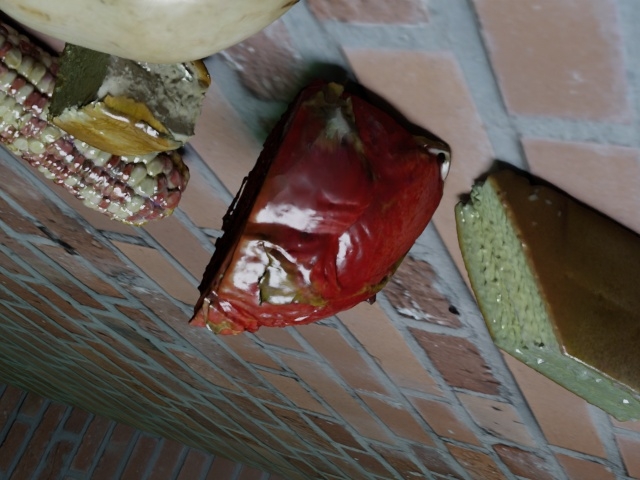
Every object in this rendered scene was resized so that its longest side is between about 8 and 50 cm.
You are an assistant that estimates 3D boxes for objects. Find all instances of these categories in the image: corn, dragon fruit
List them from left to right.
[{"bbox_3d":[-0.193,-0.093,0.632,0.079,0.079,0.237,-3,143,48],"label":"corn"},{"bbox_3d":[0.002,0.001,0.551,0.121,0.161,0.127,28,169,-8],"label":"dragon fruit"}]

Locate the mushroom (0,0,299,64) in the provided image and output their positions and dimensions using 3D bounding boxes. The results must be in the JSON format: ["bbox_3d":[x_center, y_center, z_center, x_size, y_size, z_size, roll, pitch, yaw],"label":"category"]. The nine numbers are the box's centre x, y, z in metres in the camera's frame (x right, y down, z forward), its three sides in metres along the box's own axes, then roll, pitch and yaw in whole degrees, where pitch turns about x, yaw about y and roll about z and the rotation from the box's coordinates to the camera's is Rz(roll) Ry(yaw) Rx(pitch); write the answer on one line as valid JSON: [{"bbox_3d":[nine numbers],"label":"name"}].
[{"bbox_3d":[-0.066,-0.146,0.315,0.166,0.127,0.166,3,140,3],"label":"mushroom"}]

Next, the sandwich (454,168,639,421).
[{"bbox_3d":[0.188,0.055,0.574,0.258,0.096,0.094,29,163,-8],"label":"sandwich"}]

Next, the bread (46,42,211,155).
[{"bbox_3d":[-0.116,-0.095,0.549,0.070,0.076,0.083,26,161,-40],"label":"bread"}]
